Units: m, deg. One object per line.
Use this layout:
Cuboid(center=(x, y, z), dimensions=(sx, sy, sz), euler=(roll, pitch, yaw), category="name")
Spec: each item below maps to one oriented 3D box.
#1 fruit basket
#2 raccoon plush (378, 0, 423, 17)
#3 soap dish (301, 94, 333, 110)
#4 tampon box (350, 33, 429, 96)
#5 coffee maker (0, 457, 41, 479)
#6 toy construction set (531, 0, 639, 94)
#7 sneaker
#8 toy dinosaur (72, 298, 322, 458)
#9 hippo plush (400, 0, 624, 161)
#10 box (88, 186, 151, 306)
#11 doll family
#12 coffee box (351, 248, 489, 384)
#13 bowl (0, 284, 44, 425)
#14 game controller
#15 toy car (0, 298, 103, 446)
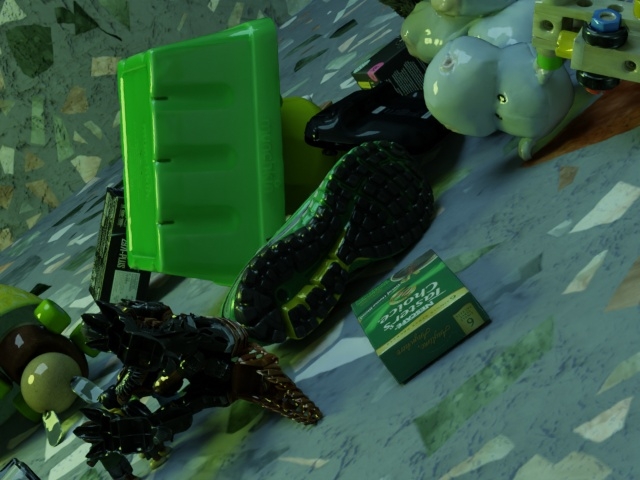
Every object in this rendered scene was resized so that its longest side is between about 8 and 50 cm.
Cuboid(center=(-0.085, -0.113, 1.896), dimensions=(0.392, 0.392, 0.283), euler=(-41, 16, -17), category="fruit basket")
Cuboid(center=(0.151, -0.315, 1.897), dimensions=(0.216, 0.299, 0.446), euler=(-21, 15, 39), category="raccoon plush")
Cuboid(center=(-0.118, -0.107, 2.247), dimensions=(0.291, 0.118, 0.229), euler=(-19, 23, 46), category="soap dish")
Cuboid(center=(0.152, -0.278, 2.199), dimensions=(0.161, 0.101, 0.120), euler=(-39, 15, -10), category="tampon box")
Cuboid(center=(-0.365, 0.328, 1.484), dimensions=(0.178, 0.120, 0.171), euler=(-41, 15, -18), category="coffee maker")
Cuboid(center=(0.366, -0.247, 1.474), dimensions=(0.328, 0.151, 0.215), euler=(3, 38, 28), category="toy construction set")
Cuboid(center=(0.000, 0.000, 1.650), dimensions=(0.343, 0.134, 0.146), euler=(-40, 7, -29), category="sneaker")
Cuboid(center=(-0.141, 0.124, 1.454), dimensions=(0.322, 0.164, 0.218), euler=(-9, 3, 38), category="toy dinosaur")
Cuboid(center=(0.237, -0.195, 1.693), dimensions=(0.294, 0.234, 0.236), euler=(8, 47, 4), category="hippo plush")
Cuboid(center=(-0.316, 0.014, 2.209), dimensions=(0.147, 0.077, 0.180), euler=(-154, 74, -73), category="box")
Cuboid(center=(-0.214, 0.195, 1.566), dimensions=(0.076, 0.111, 0.193), euler=(-31, 16, 18), category="doll family")
Cuboid(center=(0.097, 0.072, 1.392), dimensions=(0.113, 0.040, 0.184), euler=(-35, 15, 3), category="coffee box")
Cuboid(center=(-0.540, 0.164, 2.017), dimensions=(0.289, 0.156, 0.289), euler=(-45, -20, -22), category="bowl")
Cuboid(center=(0.093, -0.163, 1.878), dimensions=(0.166, 0.067, 0.319), euler=(15, 19, 13), category="game controller")
Cuboid(center=(-0.367, 0.203, 1.915), dimensions=(0.155, 0.149, 0.188), euler=(-49, 42, 0), category="toy car")
